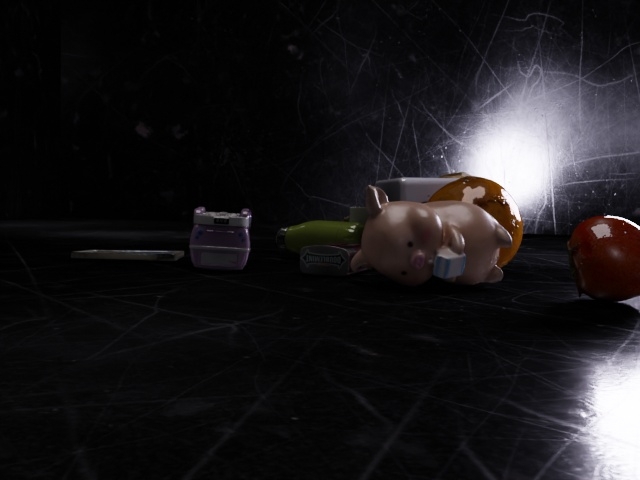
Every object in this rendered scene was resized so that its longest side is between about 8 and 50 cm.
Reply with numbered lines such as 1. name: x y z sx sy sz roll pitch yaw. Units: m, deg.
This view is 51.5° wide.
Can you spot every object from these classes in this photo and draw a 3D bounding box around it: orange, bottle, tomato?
1. orange: 0.349 -0.031 1.548 0.239 0.240 0.240 2 4 0
2. bottle: 0.000 0.000 1.826 0.260 0.112 0.112 3 4 31
3. tomato: 0.529 0.035 1.205 0.167 0.167 0.167 2 4 0

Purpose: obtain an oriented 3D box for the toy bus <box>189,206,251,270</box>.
1. toy bus: -0.236 -0.006 1.579 0.141 0.142 0.202 1 5 -6

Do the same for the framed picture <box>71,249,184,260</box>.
1. framed picture: -0.495 0.039 1.730 0.259 0.023 0.189 1 1 -4

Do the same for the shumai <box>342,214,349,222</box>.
1. shumai: 0.132 -0.015 2.230 0.145 0.146 0.116 -1 42 -35

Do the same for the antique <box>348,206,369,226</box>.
1. antique: 0.163 -0.023 1.947 0.147 0.152 0.146 0 2 14

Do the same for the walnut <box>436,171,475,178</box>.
1. walnut: 0.427 -0.076 2.055 0.285 0.285 0.296 5 11 38

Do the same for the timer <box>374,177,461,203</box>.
1. timer: 0.266 -0.068 1.785 0.194 0.193 0.194 -1 2 -18

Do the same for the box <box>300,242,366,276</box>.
1. box: 0.045 0.042 1.557 0.120 0.069 0.224 3 3 22

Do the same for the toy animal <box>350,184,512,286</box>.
1. toy animal: 0.217 0.012 1.344 0.256 0.195 0.213 -2 28 -32
